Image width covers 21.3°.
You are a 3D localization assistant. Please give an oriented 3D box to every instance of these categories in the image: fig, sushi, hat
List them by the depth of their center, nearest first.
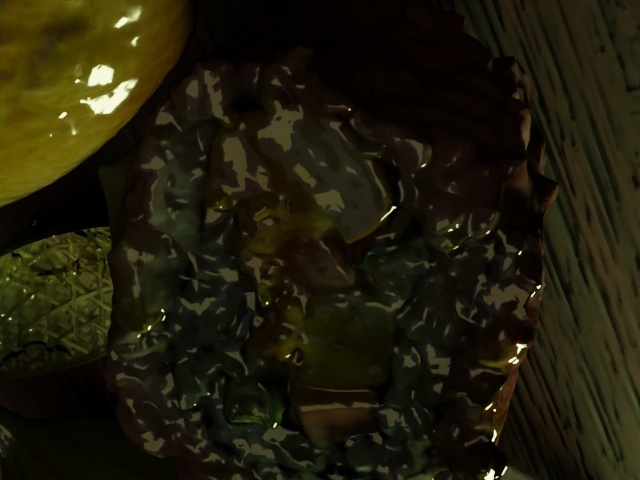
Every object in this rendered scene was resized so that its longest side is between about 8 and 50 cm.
[{"bbox_3d":[0.000,0.000,0.864,0.237,0.171,0.270,13,125,8],"label":"sushi"},{"bbox_3d":[-0.159,0.012,0.991,0.146,0.067,0.146,-19,149,-12],"label":"hat"},{"bbox_3d":[-0.169,0.158,1.044,0.259,0.151,0.151,37,126,-4],"label":"fig"}]

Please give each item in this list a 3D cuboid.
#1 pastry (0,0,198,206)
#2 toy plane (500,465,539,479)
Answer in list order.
[{"bbox_3d":[-0.211,-0.171,0.773,0.356,0.164,0.356,11,113,26],"label":"pastry"},{"bbox_3d":[0.124,0.230,1.032,0.251,0.101,0.255,23,131,0],"label":"toy plane"}]
